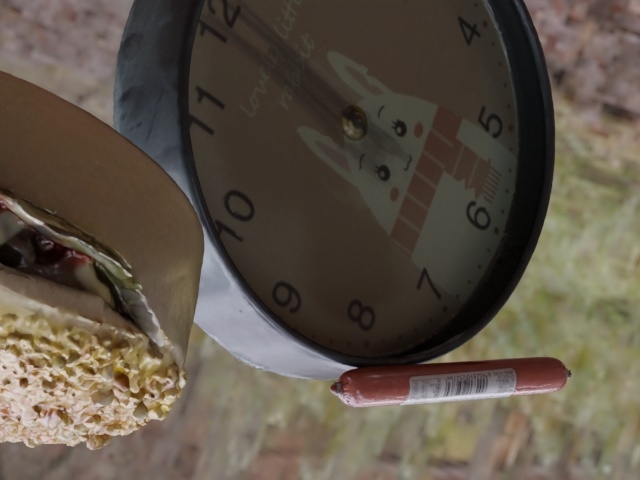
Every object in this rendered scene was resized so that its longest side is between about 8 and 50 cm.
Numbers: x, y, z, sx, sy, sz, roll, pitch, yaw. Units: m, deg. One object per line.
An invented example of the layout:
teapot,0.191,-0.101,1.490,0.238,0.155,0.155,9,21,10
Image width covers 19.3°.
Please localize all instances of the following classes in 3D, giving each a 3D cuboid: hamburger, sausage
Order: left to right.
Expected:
hamburger,-0.210,0.021,1.084,0.302,0.170,0.302,17,157,7
sausage,0.099,0.103,1.375,0.223,0.029,0.029,-1,-174,-34

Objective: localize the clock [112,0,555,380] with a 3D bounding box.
clock,0.024,-0.086,1.390,0.386,0.386,0.076,25,161,-37
